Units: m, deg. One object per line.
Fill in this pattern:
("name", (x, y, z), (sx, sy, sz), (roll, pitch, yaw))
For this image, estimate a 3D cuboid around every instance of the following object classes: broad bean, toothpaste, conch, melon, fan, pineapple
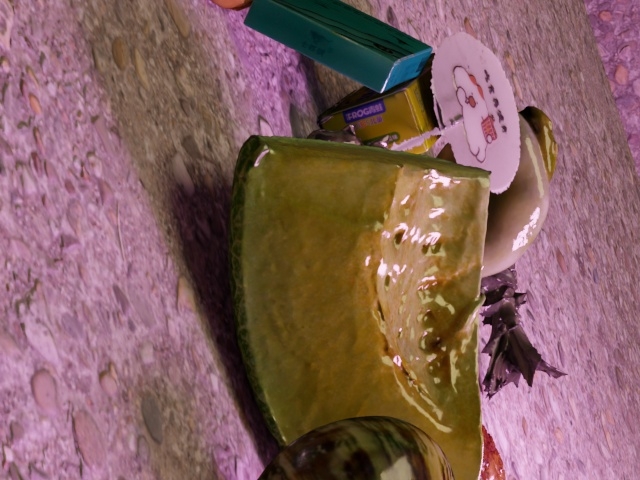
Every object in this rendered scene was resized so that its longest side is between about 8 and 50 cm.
("broad bean", (0.207, -0.061, 2.050), (0.169, 0.228, 0.100), (40, 12, 29))
("toothpaste", (0.100, -0.159, 1.986), (0.327, 0.110, 0.077), (-45, 118, -68))
("conch", (0.032, 0.229, 1.369), (0.187, 0.124, 0.182), (17, 76, -17))
("melon", (0.054, 0.086, 1.521), (0.331, 0.226, 0.344), (4, 94, -62))
("fan", (0.147, -0.129, 1.868), (0.329, 0.009, 0.191), (-26, 100, -54))
("pineapple", (0.225, 0.059, 2.116), (0.130, 0.119, 0.277), (125, -46, -69))

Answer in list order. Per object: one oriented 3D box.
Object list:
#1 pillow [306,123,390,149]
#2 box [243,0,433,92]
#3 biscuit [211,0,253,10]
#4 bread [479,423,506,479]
("pillow", (0.066, -0.043, 1.838), (0.241, 0.093, 0.051), (57, -12, -31))
("box", (0.024, -0.216, 1.779), (0.042, 0.160, 0.226), (-66, 172, 15))
("biscuit", (-0.121, -0.340, 1.662), (0.309, 0.040, 0.205), (48, 31, -48))
("bread", (0.169, 0.280, 1.867), (0.193, 0.064, 0.193), (-15, 90, -72))
